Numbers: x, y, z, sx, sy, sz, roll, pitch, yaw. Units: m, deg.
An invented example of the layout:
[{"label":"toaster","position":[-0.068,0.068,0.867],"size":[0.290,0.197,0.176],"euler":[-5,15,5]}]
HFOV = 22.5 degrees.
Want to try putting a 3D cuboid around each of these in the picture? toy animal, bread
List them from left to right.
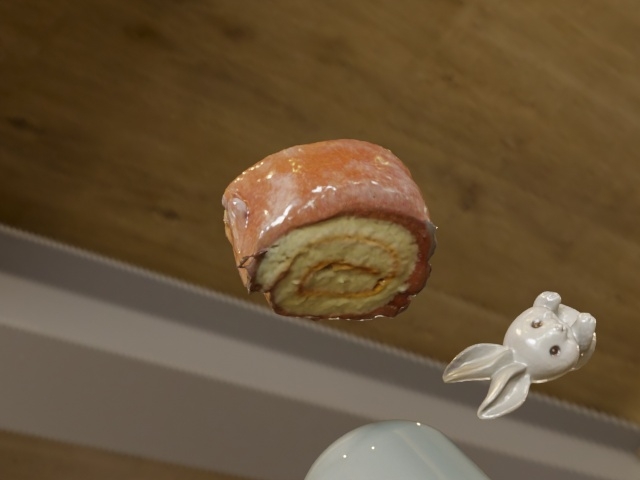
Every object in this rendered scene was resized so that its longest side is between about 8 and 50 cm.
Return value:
[{"label":"bread","position":[0.003,-0.010,1.775],"size":[0.244,0.123,0.190],"euler":[1,-51,-30]},{"label":"toy animal","position":[0.270,0.146,2.099],"size":[0.221,0.103,0.131],"euler":[-23,-22,-50]}]

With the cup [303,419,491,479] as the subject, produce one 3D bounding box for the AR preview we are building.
[{"label":"cup","position":[0.117,0.327,1.572],"size":[0.206,0.312,0.205],"euler":[-20,-50,-25]}]
